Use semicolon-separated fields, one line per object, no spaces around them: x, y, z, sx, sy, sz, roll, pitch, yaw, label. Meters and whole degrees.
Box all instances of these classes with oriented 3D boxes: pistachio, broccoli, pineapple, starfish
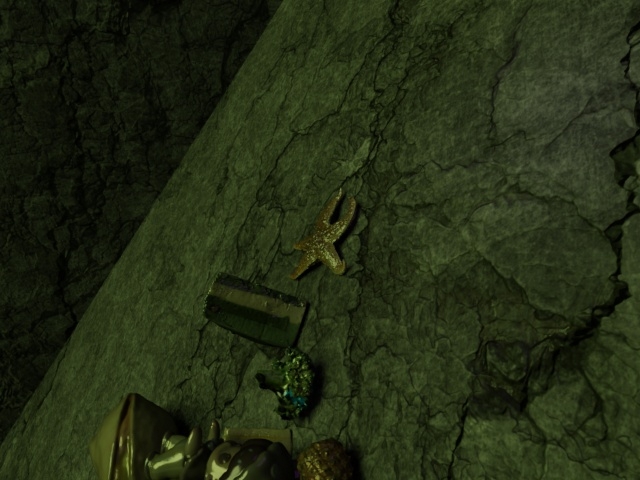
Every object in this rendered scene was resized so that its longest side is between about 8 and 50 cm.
-0.585;0.678;1.728;0.445;0.281;0.365;-130;37;-71;pistachio
-0.090;0.367;1.419;0.167;0.160;0.154;-67;31;26;broccoli
0.036;0.556;1.169;0.128;0.128;0.248;-46;45;22;pineapple
-0.003;-0.001;1.655;0.302;0.060;0.299;-34;45;35;starfish

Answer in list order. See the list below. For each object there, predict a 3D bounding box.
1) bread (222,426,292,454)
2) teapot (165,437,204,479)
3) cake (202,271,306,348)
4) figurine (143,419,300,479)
-0.164;0.521;1.417;0.105;0.152;0.077;-35;43;40;bread
-0.386;0.696;1.591;0.182;0.173;0.270;144;133;-84;teapot
-0.175;0.199;1.557;0.172;0.283;0.158;5;70;36;cake
-0.223;0.546;1.283;0.380;0.248;0.203;10;89;18;figurine
